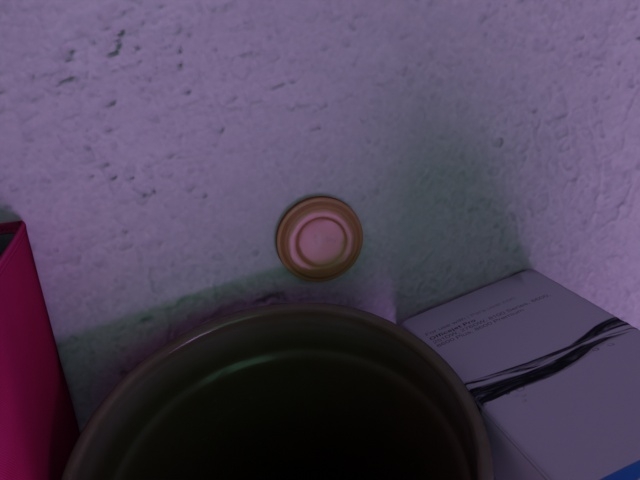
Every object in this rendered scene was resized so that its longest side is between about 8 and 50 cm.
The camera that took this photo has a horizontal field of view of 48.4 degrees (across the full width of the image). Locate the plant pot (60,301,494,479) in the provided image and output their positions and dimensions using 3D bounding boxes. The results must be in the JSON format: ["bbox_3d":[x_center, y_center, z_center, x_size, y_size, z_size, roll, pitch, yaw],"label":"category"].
[{"bbox_3d":[-0.018,0.261,0.606,0.324,0.323,0.280,-18,132,-7],"label":"plant pot"}]

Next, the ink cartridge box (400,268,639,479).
[{"bbox_3d":[0.236,0.227,0.590,0.166,0.395,0.285,-22,110,-8],"label":"ink cartridge box"}]

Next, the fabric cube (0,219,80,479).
[{"bbox_3d":[-0.334,0.157,0.518,0.259,0.254,0.258,-10,110,-10],"label":"fabric cube"}]

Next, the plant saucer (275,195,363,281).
[{"bbox_3d":[0.000,0.000,0.670,0.084,0.013,0.083,-4,107,-12],"label":"plant saucer"}]
